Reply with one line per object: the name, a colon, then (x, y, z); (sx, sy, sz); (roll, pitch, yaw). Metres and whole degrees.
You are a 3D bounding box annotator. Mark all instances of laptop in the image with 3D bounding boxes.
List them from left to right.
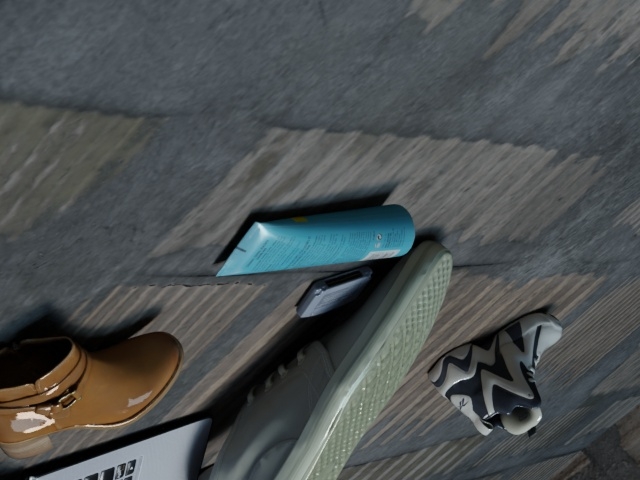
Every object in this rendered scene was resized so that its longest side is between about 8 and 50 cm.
laptop: (-0.236, 0.444, 1.639); (0.408, 0.236, 0.382); (-14, 130, -45)

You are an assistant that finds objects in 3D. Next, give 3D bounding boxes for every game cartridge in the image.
game cartridge: (0.013, 0.056, 1.649); (0.083, 0.017, 0.056); (-16, 149, -41)

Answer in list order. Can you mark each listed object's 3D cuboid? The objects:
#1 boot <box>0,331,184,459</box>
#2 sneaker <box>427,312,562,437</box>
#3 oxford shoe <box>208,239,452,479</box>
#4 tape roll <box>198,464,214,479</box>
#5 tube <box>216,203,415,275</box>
boot: (-0.211, 0.117, 1.362); (0.197, 0.073, 0.152); (-31, 155, -17)
sneaker: (0.282, 0.202, 2.183); (0.235, 0.153, 0.094); (-17, 154, -40)
oxford shoe: (-0.006, 0.177, 1.739); (0.449, 0.130, 0.169); (-57, 158, 14)
tape roll: (-0.085, 0.384, 1.927); (0.219, 0.219, 0.072); (-15, 153, -42)
tube: (0.000, 0.000, 1.465); (0.207, 0.052, 0.080); (-7, 142, -42)
